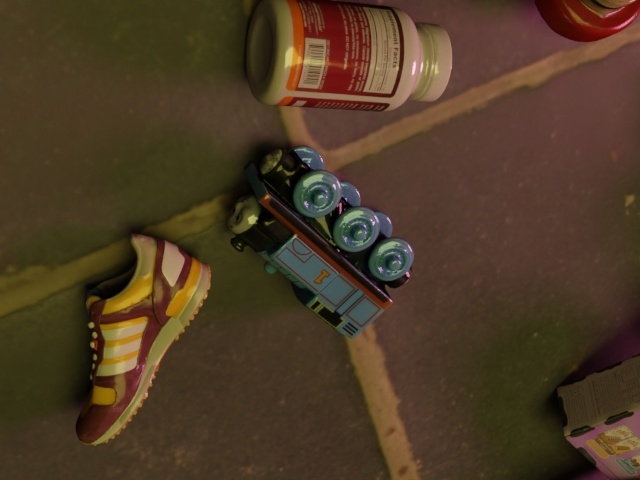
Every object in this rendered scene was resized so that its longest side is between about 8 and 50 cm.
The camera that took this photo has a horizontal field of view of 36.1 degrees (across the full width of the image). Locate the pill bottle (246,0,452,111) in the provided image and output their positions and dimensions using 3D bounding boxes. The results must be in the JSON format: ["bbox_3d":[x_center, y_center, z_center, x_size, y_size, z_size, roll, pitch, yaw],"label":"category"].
[{"bbox_3d":[0.023,-0.147,0.786,0.152,0.086,0.086,1,112,-23],"label":"pill bottle"}]

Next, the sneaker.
[{"bbox_3d":[-0.171,0.081,0.822,0.084,0.069,0.185,30,92,-22],"label":"sneaker"}]

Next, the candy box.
[{"bbox_3d":[0.382,0.187,1.043,0.196,0.070,0.165,-29,125,27],"label":"candy box"}]

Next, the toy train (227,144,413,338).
[{"bbox_3d":[0.000,0.000,0.847,0.105,0.080,0.184,-45,122,8],"label":"toy train"}]

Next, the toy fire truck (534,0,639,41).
[{"bbox_3d":[0.293,-0.312,0.803,0.302,0.169,0.253,-11,90,-17],"label":"toy fire truck"}]
